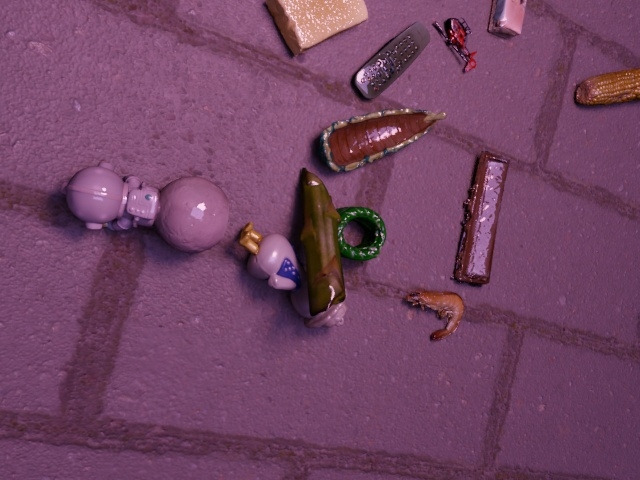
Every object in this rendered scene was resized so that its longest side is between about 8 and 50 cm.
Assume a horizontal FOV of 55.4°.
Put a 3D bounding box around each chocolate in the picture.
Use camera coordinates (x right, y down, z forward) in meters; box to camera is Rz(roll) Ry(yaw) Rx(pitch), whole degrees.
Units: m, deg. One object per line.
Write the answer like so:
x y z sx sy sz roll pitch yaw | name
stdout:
0.396 -0.049 1.469 0.102 0.065 0.329 9 91 -26 | chocolate

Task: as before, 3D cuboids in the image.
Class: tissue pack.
0.448 -0.542 1.461 0.074 0.059 0.094 9 90 -28 | tissue pack

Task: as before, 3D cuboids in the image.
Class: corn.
0.819 -0.412 1.630 0.320 0.097 0.097 -12 99 -22 | corn

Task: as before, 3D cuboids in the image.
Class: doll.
-0.051 0.078 1.239 0.119 0.138 0.293 -36 110 24 | doll
-0.313 -0.062 1.094 0.287 0.151 0.151 11 89 -22 | doll

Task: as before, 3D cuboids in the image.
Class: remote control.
0.159 -0.399 1.344 0.222 0.042 0.072 -46 110 -14 | remote control

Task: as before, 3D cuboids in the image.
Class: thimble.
0.072 -0.015 1.304 0.130 0.090 0.118 38 76 -23 | thimble

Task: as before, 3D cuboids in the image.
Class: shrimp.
0.265 0.177 1.443 0.178 0.034 0.124 5 98 -30 | shrimp

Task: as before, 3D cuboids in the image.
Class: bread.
-0.002 -0.472 1.248 0.188 0.068 0.125 -33 106 -20 | bread

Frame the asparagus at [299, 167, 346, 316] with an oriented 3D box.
0.001 -0.001 1.207 0.085 0.082 0.343 9 53 -22 | asparagus

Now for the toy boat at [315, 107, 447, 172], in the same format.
0.125 -0.227 1.313 0.293 0.099 0.108 -20 102 -15 | toy boat

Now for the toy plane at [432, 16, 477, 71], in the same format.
0.325 -0.464 1.421 0.060 0.037 0.145 -42 108 -13 | toy plane
